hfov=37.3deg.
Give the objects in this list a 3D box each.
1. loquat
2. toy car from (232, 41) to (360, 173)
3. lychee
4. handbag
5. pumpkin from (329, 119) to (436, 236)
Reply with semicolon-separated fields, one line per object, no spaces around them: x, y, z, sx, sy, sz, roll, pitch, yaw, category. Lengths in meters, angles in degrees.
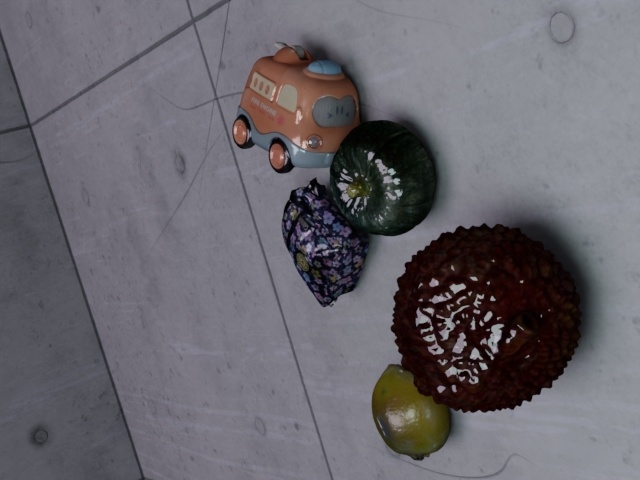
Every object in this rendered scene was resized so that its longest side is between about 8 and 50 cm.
0.174;0.333;1.857;0.152;0.152;0.195;-30;74;57;loquat
-0.036;-0.259;1.829;0.270;0.181;0.212;36;125;42;toy car
0.256;0.120;1.497;0.330;0.306;0.306;-142;38;-77;lychee
0.000;0.000;1.947;0.208;0.127;0.228;50;151;27;handbag
0.107;-0.109;1.699;0.212;0.152;0.211;11;110;32;pumpkin
